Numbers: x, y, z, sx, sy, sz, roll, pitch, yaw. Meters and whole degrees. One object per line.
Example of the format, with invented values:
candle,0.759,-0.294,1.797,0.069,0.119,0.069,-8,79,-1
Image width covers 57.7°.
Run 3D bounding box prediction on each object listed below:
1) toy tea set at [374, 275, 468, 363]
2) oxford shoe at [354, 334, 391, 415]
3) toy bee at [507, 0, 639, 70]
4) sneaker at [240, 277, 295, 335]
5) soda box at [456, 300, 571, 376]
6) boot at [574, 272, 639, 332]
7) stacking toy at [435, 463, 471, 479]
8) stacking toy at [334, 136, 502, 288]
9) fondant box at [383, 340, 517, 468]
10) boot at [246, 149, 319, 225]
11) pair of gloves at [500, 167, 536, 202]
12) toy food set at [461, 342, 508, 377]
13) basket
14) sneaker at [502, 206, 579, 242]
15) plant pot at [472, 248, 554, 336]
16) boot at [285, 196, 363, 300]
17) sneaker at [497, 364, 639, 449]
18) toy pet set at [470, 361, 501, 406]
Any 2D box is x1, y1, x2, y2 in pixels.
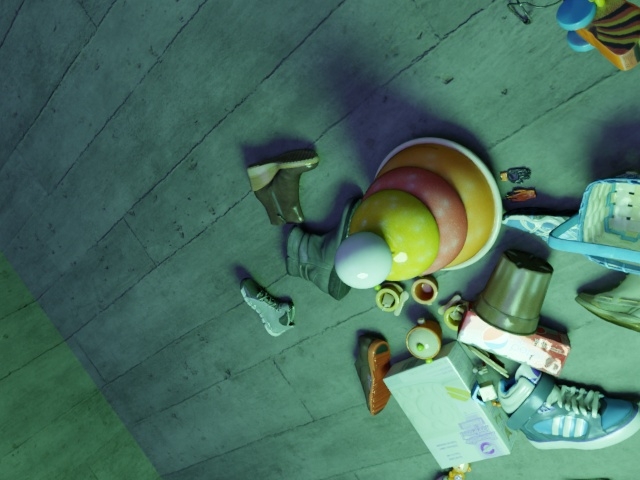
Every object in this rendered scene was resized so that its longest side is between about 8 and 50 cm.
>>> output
toy tea set,0.247,0.175,1.586,0.336,0.124,0.200,42,117,8
oxford shoe,0.161,0.415,1.802,0.098,0.097,0.271,20,119,46
toy bee,0.524,-0.462,1.116,0.298,0.195,0.162,45,103,19
sneaker,-0.155,0.201,1.897,0.132,0.086,0.228,-23,109,32
soda box,0.486,0.247,1.472,0.264,0.083,0.092,19,107,10
boot,0.692,0.109,1.317,0.077,0.213,0.165,28,90,-17
stacking toy,0.400,0.797,1.803,0.175,0.166,0.301,22,107,23
stacking toy,0.173,-0.022,1.323,0.351,0.480,0.350,16,119,32
fondant box,0.374,0.481,1.686,0.238,0.096,0.330,-32,94,37
boot,-0.082,-0.150,1.699,0.249,0.090,0.206,-8,121,30
pair of gloves,0.474,-0.132,1.392,0.074,0.010,0.083,-8,104,35
toy food set,0.441,0.301,1.530,0.132,0.192,0.038,36,90,8
basket,0.626,-0.024,1.162,0.255,0.289,0.200,14,123,37
sneaker,0.529,-0.030,1.361,0.211,0.080,0.081,9,113,29
plant pot,0.478,0.120,1.420,0.167,0.167,0.165,24,115,21
boot,0.000,0.000,1.685,0.223,0.118,0.338,27,119,25
sneaker,0.611,0.402,1.479,0.323,0.130,0.236,-30,99,43
toy pet set,0.441,0.410,1.582,0.065,0.114,0.122,-21,92,12
